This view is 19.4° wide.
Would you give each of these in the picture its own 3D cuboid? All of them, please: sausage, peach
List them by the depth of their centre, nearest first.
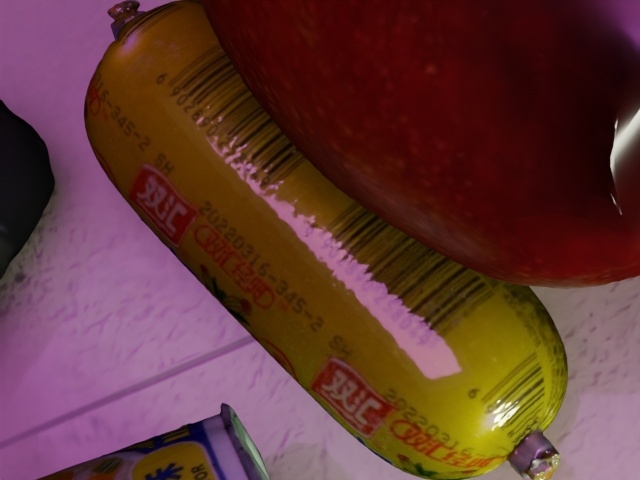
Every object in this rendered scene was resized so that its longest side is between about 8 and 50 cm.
[{"bbox_3d":[0.110,-0.161,0.853,0.388,0.388,0.388,-2,79,11],"label":"peach"},{"bbox_3d":[0.000,0.000,0.987,0.123,0.123,0.347,-44,74,0],"label":"sausage"}]

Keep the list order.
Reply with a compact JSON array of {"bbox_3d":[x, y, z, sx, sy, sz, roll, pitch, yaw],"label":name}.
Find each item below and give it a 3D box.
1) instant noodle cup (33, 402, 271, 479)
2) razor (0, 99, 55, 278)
[{"bbox_3d":[-0.139,0.236,0.913,0.312,0.284,0.284,-27,75,-4],"label":"instant noodle cup"},{"bbox_3d":[-0.305,0.042,1.044,0.204,0.113,0.349,31,86,12],"label":"razor"}]
